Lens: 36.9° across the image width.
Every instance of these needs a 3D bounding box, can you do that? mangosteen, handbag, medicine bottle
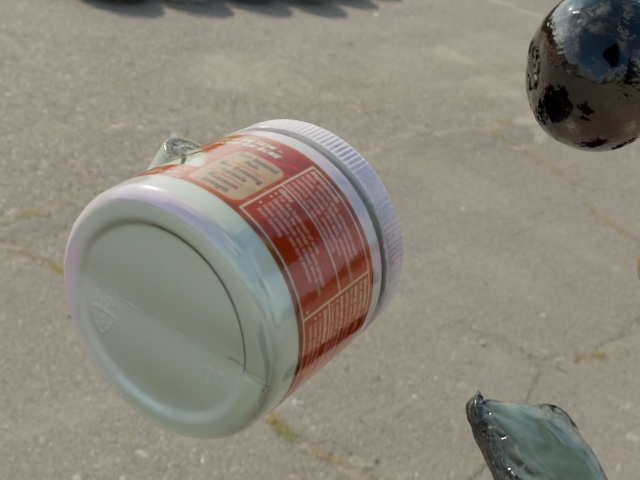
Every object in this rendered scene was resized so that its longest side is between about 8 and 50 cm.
[{"bbox_3d":[0.256,-0.149,0.843,0.152,0.152,0.152,11,24,-5],"label":"mangosteen"},{"bbox_3d":[0.331,0.344,1.327,0.192,0.075,0.332,8,39,-30],"label":"handbag"},{"bbox_3d":[-0.082,0.031,0.936,0.252,0.252,0.241,24,32,24],"label":"medicine bottle"}]

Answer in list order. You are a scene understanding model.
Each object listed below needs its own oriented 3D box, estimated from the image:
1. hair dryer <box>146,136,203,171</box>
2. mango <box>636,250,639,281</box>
[{"bbox_3d":[-0.219,0.008,1.222,0.108,0.173,0.357,30,24,-10],"label":"hair dryer"},{"bbox_3d":[0.550,0.095,1.423,0.151,0.156,0.248,34,22,-42],"label":"mango"}]
